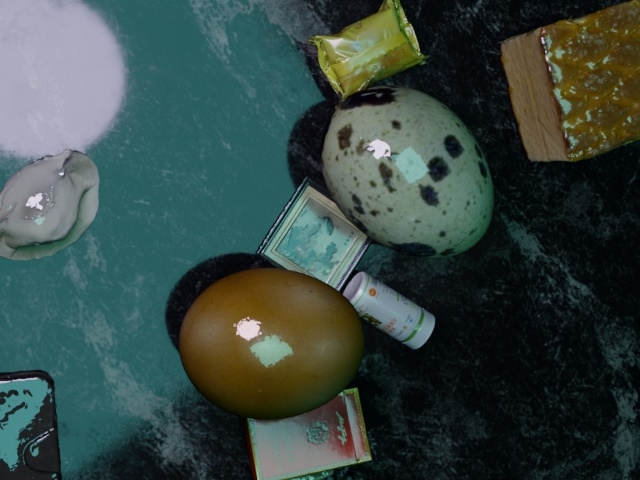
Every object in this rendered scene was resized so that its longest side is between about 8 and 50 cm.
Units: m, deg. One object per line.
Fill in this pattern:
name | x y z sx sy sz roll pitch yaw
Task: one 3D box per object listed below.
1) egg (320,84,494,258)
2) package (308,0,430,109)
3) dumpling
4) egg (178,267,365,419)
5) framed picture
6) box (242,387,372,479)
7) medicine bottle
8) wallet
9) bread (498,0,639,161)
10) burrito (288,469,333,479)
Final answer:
egg | 0.169 -0.123 1.663 0.287 0.287 0.379 -42 102 -8
package | 0.096 -0.373 1.723 0.226 0.090 0.168 -29 105 -8
dumpling | -0.496 -0.049 1.587 0.247 0.142 0.172 -44 139 -14
egg | -0.088 0.191 1.624 0.351 0.282 0.283 -3 96 -17
framed picture | 0.000 0.000 1.772 0.199 0.010 0.195 34 86 -16
box | -0.028 0.392 1.751 0.239 0.074 0.153 -9 76 -14
medicine bottle | 0.138 0.144 1.783 0.183 0.086 0.086 32 86 -15
wallet | -0.578 0.406 1.636 0.165 0.042 0.310 -3 96 -13
bread | 0.548 -0.325 1.790 0.279 0.207 0.279 -22 99 -14
burrito | -0.052 0.486 1.781 0.171 0.051 0.042 -13 116 -16
